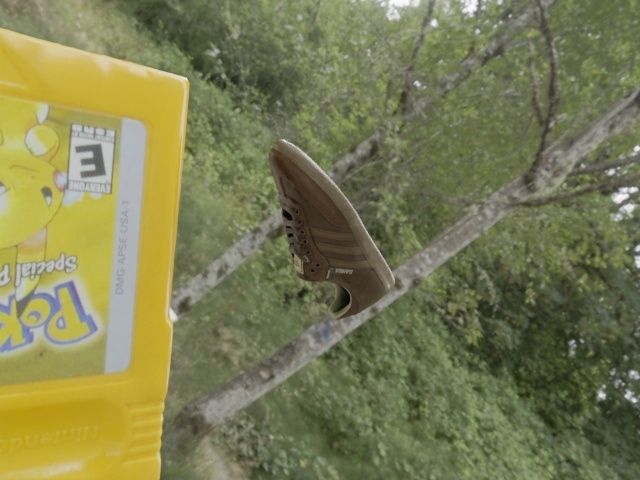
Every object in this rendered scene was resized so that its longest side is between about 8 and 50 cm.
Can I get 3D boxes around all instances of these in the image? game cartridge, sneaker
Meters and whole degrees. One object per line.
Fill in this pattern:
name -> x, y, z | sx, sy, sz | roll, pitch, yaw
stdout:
game cartridge -> -0.224, 0.026, 0.384 | 0.053, 0.285, 0.323 | 3, -90, 47
sneaker -> 0.000, 0.000, 0.531 | 0.188, 0.071, 0.066 | 53, -7, -30
